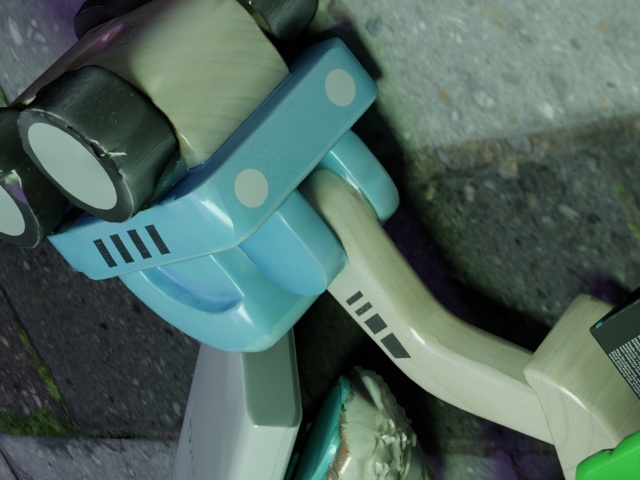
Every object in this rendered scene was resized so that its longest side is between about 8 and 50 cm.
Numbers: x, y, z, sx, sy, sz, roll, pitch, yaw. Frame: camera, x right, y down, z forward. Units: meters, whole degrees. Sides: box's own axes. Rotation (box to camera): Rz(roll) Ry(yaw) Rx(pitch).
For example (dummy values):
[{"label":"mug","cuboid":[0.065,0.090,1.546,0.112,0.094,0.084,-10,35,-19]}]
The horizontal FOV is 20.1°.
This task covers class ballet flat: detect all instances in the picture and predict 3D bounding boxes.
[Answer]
[{"label":"ballet flat","cuboid":[0.026,0.209,1.514,0.147,0.147,0.409,51,158,7]}]

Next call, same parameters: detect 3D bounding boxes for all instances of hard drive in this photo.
[{"label":"hard drive","cuboid":[-0.078,0.174,1.538,0.353,0.047,0.233,105,164,-45]}]

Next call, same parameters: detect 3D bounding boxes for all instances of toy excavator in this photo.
[{"label":"toy excavator","cuboid":[0.000,0.000,1.320,0.445,0.222,0.433,50,150,-19]}]

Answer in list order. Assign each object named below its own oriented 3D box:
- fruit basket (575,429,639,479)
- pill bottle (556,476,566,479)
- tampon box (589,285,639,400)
[{"label":"fruit basket","cuboid":[0.326,0.188,0.960,0.353,0.165,0.327,20,151,-16]},{"label":"pill bottle","cuboid":[0.203,0.249,1.206,0.130,0.130,0.245,61,-177,-10]},{"label":"tampon box","cuboid":[0.259,0.038,1.042,0.101,0.120,0.161,54,149,4]}]
